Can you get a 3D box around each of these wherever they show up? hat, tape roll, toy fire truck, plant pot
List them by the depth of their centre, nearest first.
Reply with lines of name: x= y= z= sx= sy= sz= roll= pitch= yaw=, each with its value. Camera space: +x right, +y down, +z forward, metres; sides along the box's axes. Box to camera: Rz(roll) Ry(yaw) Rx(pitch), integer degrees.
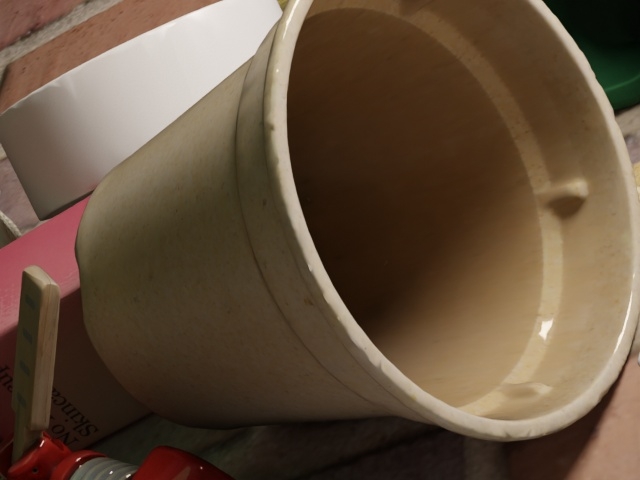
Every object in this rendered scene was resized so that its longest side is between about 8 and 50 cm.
toy fire truck: x=-0.134 y=0.156 z=1.051 sx=0.217 sy=0.246 sz=0.158 roll=5 pitch=54 yaw=48
plant pot: x=0.000 y=0.000 z=1.084 sx=0.305 sy=0.334 sz=0.334 roll=-22 pitch=35 yaw=45
hat: x=0.249 y=-0.203 z=1.288 sx=0.208 sy=0.173 sz=0.183 roll=-17 pitch=4 yaw=21
tape roll: x=-0.148 y=-0.122 z=1.419 sx=0.286 sy=0.100 sz=0.286 roll=-27 pitch=2 yaw=1

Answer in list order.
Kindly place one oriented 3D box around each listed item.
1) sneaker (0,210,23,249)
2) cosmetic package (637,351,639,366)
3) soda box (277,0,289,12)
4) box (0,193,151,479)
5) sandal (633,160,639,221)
sneaker: x=-0.422 y=-0.029 z=1.672 sx=0.148 sy=0.131 sz=0.350 roll=-37 pitch=32 yaw=-4
cosmetic package: x=0.276 y=0.016 z=0.933 sx=0.085 sy=0.117 sz=0.231 roll=-5 pitch=48 yaw=41
soda box: x=-0.040 y=-0.229 z=1.600 sx=0.181 sy=0.058 sz=0.061 roll=-27 pitch=35 yaw=19
box: x=-0.226 y=0.086 z=1.320 sx=0.232 sy=0.148 sz=0.127 roll=-30 pitch=34 yaw=15
sandal: x=0.294 y=-0.101 z=1.089 sx=0.240 sy=0.079 sz=0.088 roll=-37 pitch=33 yaw=5
